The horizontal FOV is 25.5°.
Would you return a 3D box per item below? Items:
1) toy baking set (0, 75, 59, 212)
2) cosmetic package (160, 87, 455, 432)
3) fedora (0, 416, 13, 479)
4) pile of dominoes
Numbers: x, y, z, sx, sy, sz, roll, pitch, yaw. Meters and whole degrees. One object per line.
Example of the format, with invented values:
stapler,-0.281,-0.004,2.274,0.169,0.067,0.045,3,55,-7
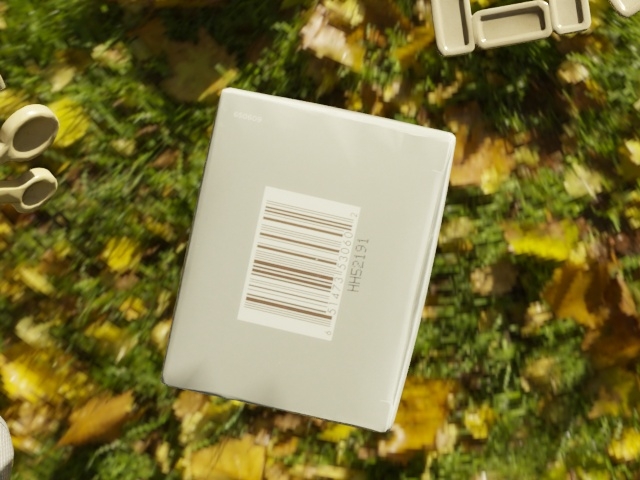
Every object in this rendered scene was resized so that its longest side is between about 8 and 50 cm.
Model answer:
toy baking set,-0.239,0.002,0.771,0.256,0.197,0.030,-47,63,9
cosmetic package,0.000,0.000,0.661,0.107,0.238,0.127,12,96,5
fedora,-0.236,0.101,0.637,0.275,0.124,0.244,29,147,-19
pile of dominoes,0.168,-0.276,1.070,0.196,0.040,0.251,-8,93,10
